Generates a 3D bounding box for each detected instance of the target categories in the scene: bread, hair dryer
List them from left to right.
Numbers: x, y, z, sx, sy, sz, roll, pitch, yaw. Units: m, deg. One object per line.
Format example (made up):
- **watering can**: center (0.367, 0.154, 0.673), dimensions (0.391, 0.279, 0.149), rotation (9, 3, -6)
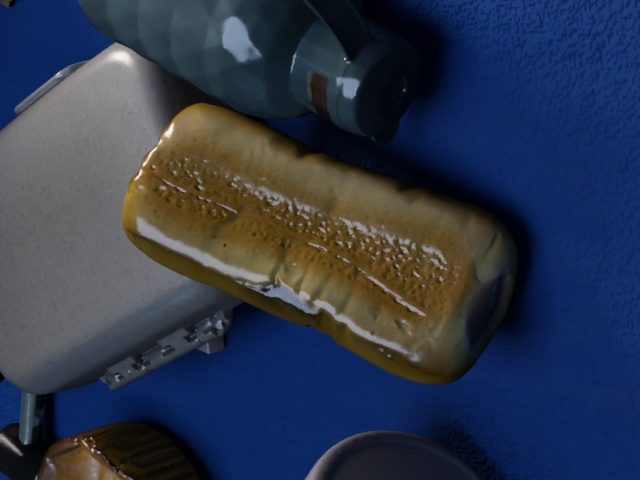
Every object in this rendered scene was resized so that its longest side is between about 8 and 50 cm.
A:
- **hair dryer**: center (-0.313, 0.184, 1.796), dimensions (0.100, 0.057, 0.197), rotation (23, 116, 39)
- **bread**: center (-0.191, 0.277, 1.652), dimensions (0.199, 0.104, 0.199), rotation (16, 114, 40)
- **bread**: center (0.000, 0.000, 1.261), dimensions (0.305, 0.091, 0.142), rotation (24, 81, 16)

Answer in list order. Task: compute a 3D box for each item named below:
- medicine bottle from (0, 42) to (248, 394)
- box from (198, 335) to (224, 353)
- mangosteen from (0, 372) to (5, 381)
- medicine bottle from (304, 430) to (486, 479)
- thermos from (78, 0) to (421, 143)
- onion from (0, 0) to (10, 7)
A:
- **medicine bottle**: center (-0.198, -0.017, 1.494), dimensions (0.375, 0.123, 0.282), rotation (-29, 75, 45)
- **box**: center (-0.155, 0.044, 1.573), dimensions (0.167, 0.024, 0.090), rotation (18, 118, 43)
- **mangosteen**: center (-0.433, 0.056, 1.698), dimensions (0.235, 0.261, 0.235), rotation (177, 90, -86)
- **medicine bottle**: center (0.014, 0.323, 1.356), dimensions (0.208, 0.208, 0.339), rotation (50, 136, 22)
- **thermos**: center (-0.052, -0.182, 1.259), dimensions (0.286, 0.145, 0.182), rotation (31, 160, 32)
- **onion**: center (-0.527, -0.328, 1.656), dimensions (0.358, 0.345, 0.358), rotation (-3, 86, 54)
